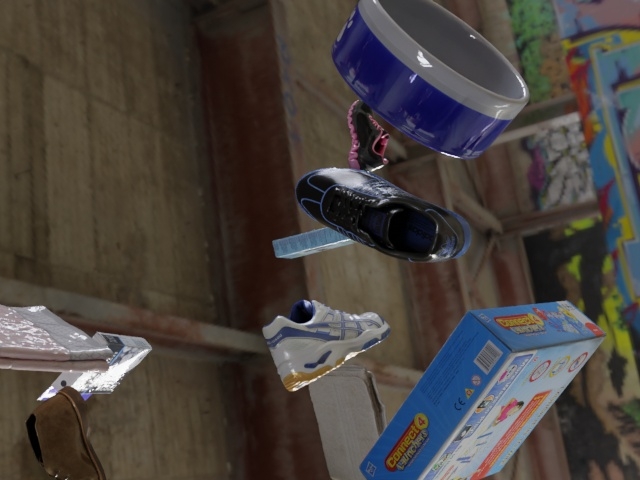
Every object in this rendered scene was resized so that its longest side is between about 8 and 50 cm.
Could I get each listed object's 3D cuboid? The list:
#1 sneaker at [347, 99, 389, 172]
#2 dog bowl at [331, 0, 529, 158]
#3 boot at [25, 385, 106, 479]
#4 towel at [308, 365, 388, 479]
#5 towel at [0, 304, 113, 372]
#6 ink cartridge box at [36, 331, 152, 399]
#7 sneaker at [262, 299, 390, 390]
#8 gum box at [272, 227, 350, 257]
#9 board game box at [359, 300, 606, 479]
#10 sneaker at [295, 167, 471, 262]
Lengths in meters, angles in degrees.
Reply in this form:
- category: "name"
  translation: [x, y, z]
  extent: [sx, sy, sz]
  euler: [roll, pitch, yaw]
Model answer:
- category: "sneaker"
  translation: [0.069, -0.141, 1.197]
  extent: [0.047, 0.057, 0.119]
  euler: [29, -129, -46]
- category: "dog bowl"
  translation: [0.150, -0.234, 1.225]
  extent: [0.265, 0.104, 0.265]
  euler: [27, -150, -17]
- category: "boot"
  translation: [-0.511, 0.448, 1.794]
  extent: [0.115, 0.112, 0.305]
  euler: [-32, -59, -43]
- category: "towel"
  translation: [0.069, 0.409, 1.980]
  extent: [0.049, 0.187, 0.282]
  euler: [-20, -78, -45]
- category: "towel"
  translation: [-0.612, 0.176, 1.740]
  extent: [0.317, 0.332, 0.053]
  euler: [12, -85, -43]
- category: "ink cartridge box"
  translation: [-0.505, 0.299, 2.015]
  extent: [0.045, 0.208, 0.206]
  euler: [45, -174, 19]
- category: "sneaker"
  translation: [0.017, 0.150, 1.542]
  extent: [0.296, 0.112, 0.131]
  euler: [-18, -104, -59]
- category: "gum box"
  translation: [0.000, 0.000, 2.009]
  extent: [0.157, 0.184, 0.041]
  euler: [12, -115, -79]
- category: "board game box"
  translation: [0.245, 0.236, 1.325]
  extent: [0.302, 0.308, 0.086]
  euler: [1, -143, -50]
- category: "sneaker"
  translation: [0.059, -0.034, 1.046]
  extent: [0.090, 0.232, 0.081]
  euler: [-3, -71, -62]
